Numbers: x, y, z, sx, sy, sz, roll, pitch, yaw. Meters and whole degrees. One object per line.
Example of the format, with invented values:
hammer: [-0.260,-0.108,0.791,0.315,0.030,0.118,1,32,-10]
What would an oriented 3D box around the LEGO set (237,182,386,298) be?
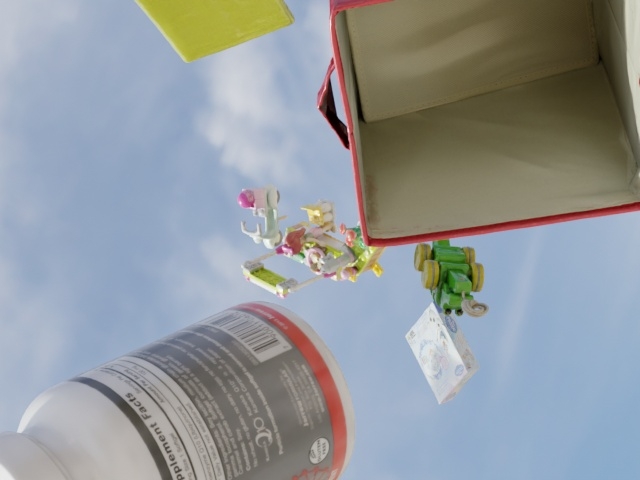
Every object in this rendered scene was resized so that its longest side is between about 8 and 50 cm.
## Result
LEGO set: [0.000,0.000,2.083,0.107,0.287,0.132,-23,-78,-37]

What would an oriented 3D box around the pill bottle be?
pill bottle: [-0.159,0.210,1.772,0.363,0.210,0.210,-23,-52,-38]

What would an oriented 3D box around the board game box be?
board game box: [0.136,0.124,2.063,0.020,0.090,0.090,-15,-22,-26]

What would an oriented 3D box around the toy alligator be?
toy alligator: [0.126,0.047,1.767,0.190,0.056,0.051,-108,24,-64]

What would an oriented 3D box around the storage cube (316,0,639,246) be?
storage cube: [0.102,-0.134,1.196,0.193,0.215,0.184,-93,-5,-53]

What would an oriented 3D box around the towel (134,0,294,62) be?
towel: [-0.098,-0.204,1.406,0.237,0.102,0.021,50,-156,-66]
